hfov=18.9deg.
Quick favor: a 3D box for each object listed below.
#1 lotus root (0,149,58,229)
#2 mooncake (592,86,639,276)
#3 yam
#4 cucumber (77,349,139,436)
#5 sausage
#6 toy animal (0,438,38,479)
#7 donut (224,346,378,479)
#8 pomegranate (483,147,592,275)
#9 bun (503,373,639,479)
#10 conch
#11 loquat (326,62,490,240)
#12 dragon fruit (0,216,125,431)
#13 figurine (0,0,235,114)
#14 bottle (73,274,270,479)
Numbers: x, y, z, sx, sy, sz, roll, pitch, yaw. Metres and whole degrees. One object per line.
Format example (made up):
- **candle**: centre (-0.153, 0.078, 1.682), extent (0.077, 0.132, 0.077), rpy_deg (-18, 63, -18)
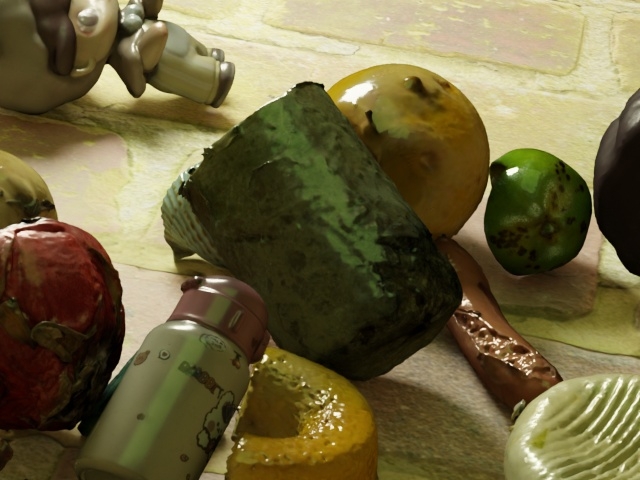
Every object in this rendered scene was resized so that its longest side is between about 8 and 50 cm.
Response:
- **lotus root**: centre (-0.433, -0.024, 2.032), extent (0.310, 0.182, 0.183), rpy_deg (6, 29, 10)
- **mooncake**: centre (0.449, -0.071, 2.176), extent (0.283, 0.283, 0.141), rpy_deg (9, 36, 4)
- **yam**: centre (0.000, 0.000, 1.967), extent (0.195, 0.195, 0.300), rpy_deg (-18, 63, -36)
- **cucumber**: centre (-0.163, 0.158, 1.867), extent (0.116, 0.062, 0.115), rpy_deg (15, 36, 18)
- **sausage**: centre (0.178, 0.098, 2.030), extent (0.078, 0.078, 0.304), rpy_deg (-5, 34, -19)
- **toy animal**: centre (-0.378, 0.236, 1.681), extent (0.276, 0.054, 0.149), rpy_deg (-13, 56, -10)
- **donut**: centre (-0.011, 0.198, 1.806), extent (0.152, 0.101, 0.259), rpy_deg (12, 26, -2)
- **pomegranate**: centre (0.252, -0.041, 2.218), extent (0.122, 0.143, 0.169), rpy_deg (-25, 11, 17)
- **bun**: centre (0.286, 0.228, 1.747), extent (0.259, 0.160, 0.259), rpy_deg (-9, 29, 5)
- **conch**: centre (-0.094, -0.028, 2.132), extent (0.153, 0.135, 0.102), rpy_deg (-20, 16, -15)
- **loquat**: centre (0.084, -0.088, 2.196), extent (0.244, 0.244, 0.244), rpy_deg (5, 30, -3)
- **dragon fruit**: centre (-0.250, 0.104, 1.780), extent (0.218, 0.223, 0.148), rpy_deg (-35, 51, -26)
- **figurine**: centre (-0.302, -0.256, 2.443), extent (0.381, 0.203, 0.248), rpy_deg (13, 43, -17)
- **bottle**: centre (-0.127, 0.137, 1.766), extent (0.110, 0.110, 0.233), rpy_deg (18, 61, 19)
